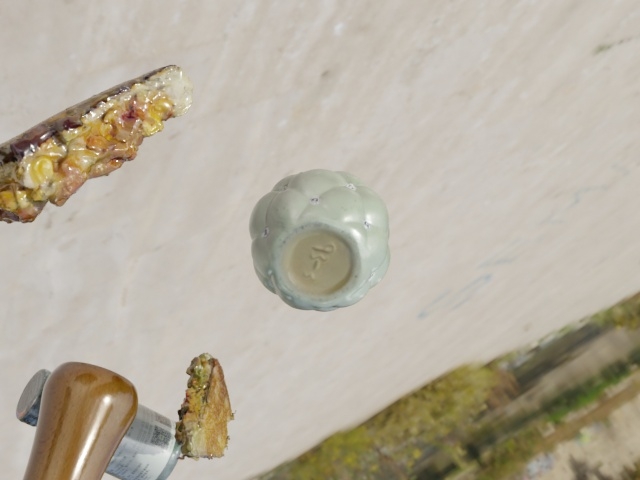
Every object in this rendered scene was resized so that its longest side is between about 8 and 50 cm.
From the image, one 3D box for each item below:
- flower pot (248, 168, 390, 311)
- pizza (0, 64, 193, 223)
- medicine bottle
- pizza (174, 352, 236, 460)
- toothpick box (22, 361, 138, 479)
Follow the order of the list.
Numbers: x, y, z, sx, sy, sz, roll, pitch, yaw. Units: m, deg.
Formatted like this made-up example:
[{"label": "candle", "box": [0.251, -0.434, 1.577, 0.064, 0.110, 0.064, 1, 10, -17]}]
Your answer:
[{"label": "flower pot", "box": [0.000, 0.000, 1.719, 0.246, 0.246, 0.195, -38, -163, 15]}, {"label": "pizza", "box": [-0.356, -0.120, 1.417, 0.408, 0.114, 0.278, -32, -162, -4]}, {"label": "medicine bottle", "box": [-0.404, 0.340, 1.893, 0.293, 0.141, 0.141, 33, 120, -27]}, {"label": "pizza", "box": [-0.205, 0.305, 1.773, 0.069, 0.226, 0.147, -7, 133, 13]}, {"label": "toothpick box", "box": [-0.393, 0.348, 1.611, 0.192, 0.192, 0.294, 112, -5, -62]}]
